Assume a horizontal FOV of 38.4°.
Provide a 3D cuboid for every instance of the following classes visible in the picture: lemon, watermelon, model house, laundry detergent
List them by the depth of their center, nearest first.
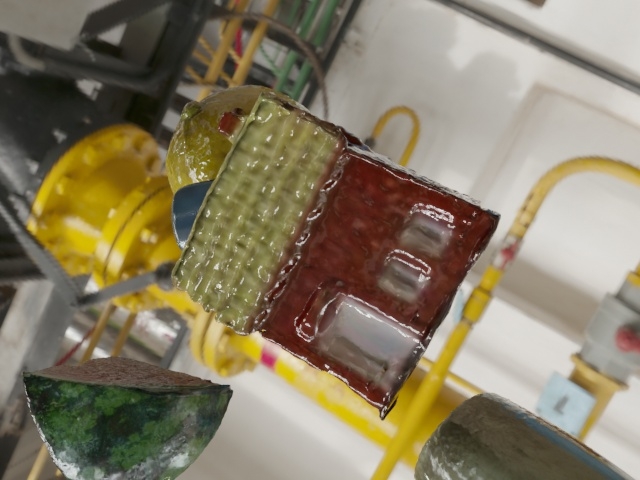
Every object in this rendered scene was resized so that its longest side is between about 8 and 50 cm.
[{"bbox_3d":[0.000,0.000,0.800,0.254,0.196,0.160,30,-170,9],"label":"model house"},{"bbox_3d":[-0.210,0.167,1.022,0.207,0.136,0.202,-21,-130,-14],"label":"watermelon"},{"bbox_3d":[-0.094,-0.040,1.178,0.206,0.096,0.061,-11,172,29],"label":"laundry detergent"},{"bbox_3d":[-0.085,-0.093,1.368,0.320,0.245,0.245,42,-175,-24],"label":"lemon"}]

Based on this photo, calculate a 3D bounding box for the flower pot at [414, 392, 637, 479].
[{"bbox_3d":[0.341,0.427,1.517,0.330,0.293,0.294,41,-162,34],"label":"flower pot"}]
